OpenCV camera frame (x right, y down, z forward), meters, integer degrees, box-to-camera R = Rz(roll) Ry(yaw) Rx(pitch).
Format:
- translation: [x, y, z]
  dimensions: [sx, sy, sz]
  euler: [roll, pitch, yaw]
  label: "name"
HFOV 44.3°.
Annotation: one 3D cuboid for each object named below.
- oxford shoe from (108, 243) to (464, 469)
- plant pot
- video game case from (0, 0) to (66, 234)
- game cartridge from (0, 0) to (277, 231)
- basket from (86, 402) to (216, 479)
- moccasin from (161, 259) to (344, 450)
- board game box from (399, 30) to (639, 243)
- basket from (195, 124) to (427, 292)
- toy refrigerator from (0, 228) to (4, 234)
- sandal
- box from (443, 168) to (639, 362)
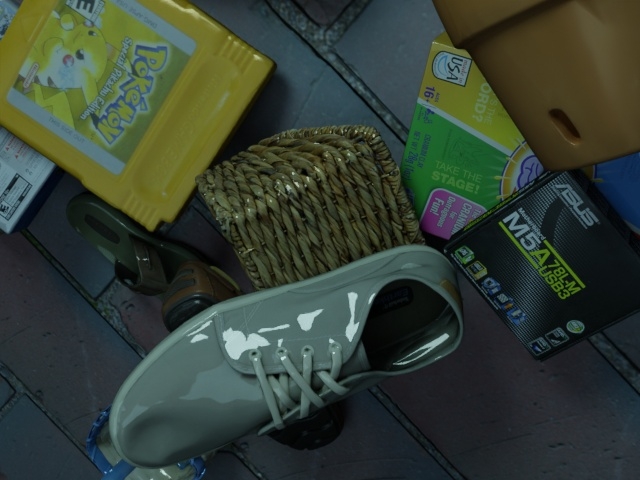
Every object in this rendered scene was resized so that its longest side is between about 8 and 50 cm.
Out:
- translation: [-0.029, 0.138, 0.899]
  dimensions: [0.449, 0.130, 0.169]
  euler: [-24, 118, -8]
  label: "oxford shoe"
- translation: [0.270, -0.191, 0.726]
  dimensions: [0.290, 0.291, 0.204]
  euler: [-17, 98, 32]
  label: "plant pot"
- translation: [-0.459, -0.189, 1.130]
  dimensions: [0.244, 0.061, 0.269]
  euler: [39, 102, -1]
  label: "video game case"
- translation: [-0.265, -0.207, 1.043]
  dimensions: [0.323, 0.053, 0.285]
  euler: [35, 103, 2]
  label: "game cartridge"
- translation: [-0.304, 0.367, 1.306]
  dimensions: [0.201, 0.289, 0.255]
  euler: [44, 124, 0]
  label: "basket"
- translation: [-0.094, 0.181, 1.205]
  dimensions: [0.139, 0.147, 0.380]
  euler: [-37, 114, 19]
  label: "moccasin"
- translation: [0.259, -0.087, 0.938]
  dimensions: [0.316, 0.064, 0.242]
  euler: [21, 122, 16]
  label: "board game box"
- translation: [0.000, 0.000, 1.046]
  dimensions: [0.223, 0.213, 0.299]
  euler: [-30, 117, -6]
  label: "basket"
- translation: [-0.487, -0.130, 1.265]
  dimensions: [0.102, 0.094, 0.269]
  euler: [46, 125, -1]
  label: "toy refrigerator"
- translation: [-0.291, 0.038, 1.255]
  dimensions: [0.302, 0.086, 0.120]
  euler: [32, 125, 5]
  label: "sandal"
- translation: [0.273, 0.028, 0.922]
  dimensions: [0.191, 0.045, 0.184]
  euler: [50, 128, -5]
  label: "box"
